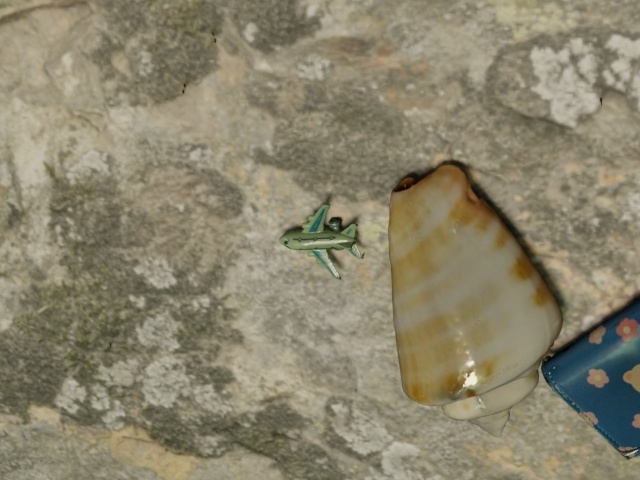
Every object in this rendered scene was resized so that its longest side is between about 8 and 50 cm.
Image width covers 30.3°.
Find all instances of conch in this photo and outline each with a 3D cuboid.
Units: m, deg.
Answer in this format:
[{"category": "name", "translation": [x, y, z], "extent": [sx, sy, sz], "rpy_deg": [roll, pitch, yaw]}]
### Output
[{"category": "conch", "translation": [0.125, 0.070, 1.073], "extent": [0.158, 0.127, 0.255], "rpy_deg": [-19, 111, 27]}]

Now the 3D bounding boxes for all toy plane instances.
[{"category": "toy plane", "translation": [0.001, -0.001, 1.123], "extent": [0.083, 0.033, 0.080], "rpy_deg": [3, 122, 22]}]

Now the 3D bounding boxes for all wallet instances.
[{"category": "wallet", "translation": [0.325, 0.110, 1.083], "extent": [0.141, 0.059, 0.202], "rpy_deg": [42, 121, -14]}]
